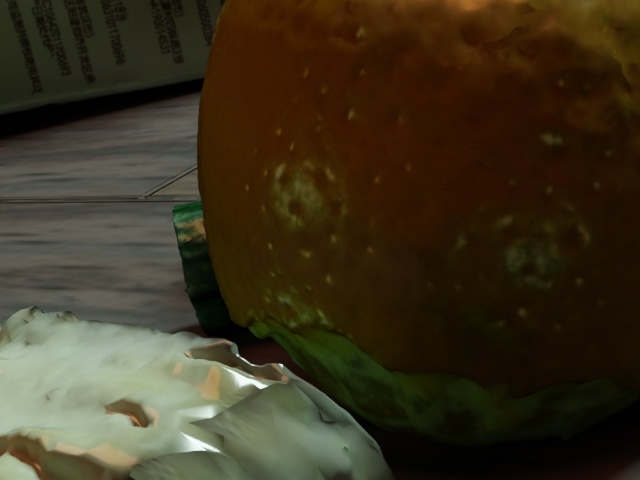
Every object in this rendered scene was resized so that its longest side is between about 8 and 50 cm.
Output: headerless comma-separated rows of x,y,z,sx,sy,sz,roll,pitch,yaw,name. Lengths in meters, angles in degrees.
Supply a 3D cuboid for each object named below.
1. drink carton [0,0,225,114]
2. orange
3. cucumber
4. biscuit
-0.080,-0.171,1.146,0.324,0.132,0.194,-9,19,23,drink carton
0.065,-0.055,0.587,0.179,0.158,0.237,8,27,36,orange
0.000,0.000,0.678,0.105,0.048,0.048,-13,18,16,cucumber
-0.133,0.078,0.517,0.281,0.084,0.179,-4,23,38,biscuit
